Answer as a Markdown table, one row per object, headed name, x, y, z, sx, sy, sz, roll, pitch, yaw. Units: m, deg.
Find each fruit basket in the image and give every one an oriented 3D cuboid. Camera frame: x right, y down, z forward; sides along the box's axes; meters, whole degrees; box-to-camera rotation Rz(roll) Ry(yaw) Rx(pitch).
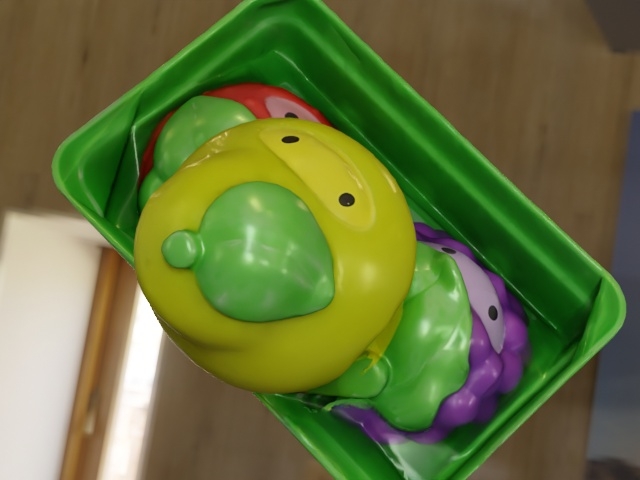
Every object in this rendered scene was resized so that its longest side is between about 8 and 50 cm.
| name | x | y | z | sx | sy | sz | roll | pitch | yaw |
| --- | --- | --- | --- | --- | --- | --- | --- | --- | --- |
| fruit basket | 0.000 | 0.000 | 1.071 | 0.392 | 0.283 | 0.392 | 43 | -19 | 19 |
